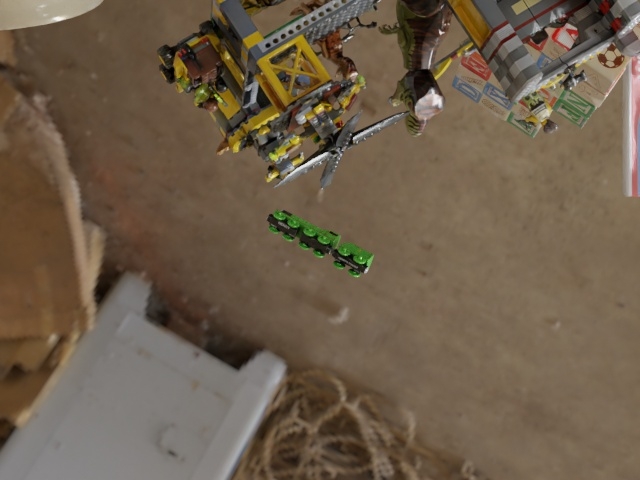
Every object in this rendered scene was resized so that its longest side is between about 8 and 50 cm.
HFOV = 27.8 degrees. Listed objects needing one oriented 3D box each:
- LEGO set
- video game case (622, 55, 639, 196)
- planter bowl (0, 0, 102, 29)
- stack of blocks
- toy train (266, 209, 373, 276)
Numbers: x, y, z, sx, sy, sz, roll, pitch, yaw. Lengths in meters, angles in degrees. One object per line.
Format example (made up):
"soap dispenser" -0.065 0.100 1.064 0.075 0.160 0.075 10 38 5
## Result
"LEGO set" 0.071 -0.125 0.928 0.192 0.331 0.255 58 162 6
"video game case" 0.520 -0.156 1.615 0.285 0.204 0.025 0 -179 -2
"planter bowl" -0.278 -0.260 1.140 0.162 0.162 0.109 10 120 26
"stack of blocks" 0.266 -0.218 1.537 0.171 0.087 0.297 35 169 6
"toy train" 0.000 0.000 0.924 0.083 0.023 0.017 29 122 14
